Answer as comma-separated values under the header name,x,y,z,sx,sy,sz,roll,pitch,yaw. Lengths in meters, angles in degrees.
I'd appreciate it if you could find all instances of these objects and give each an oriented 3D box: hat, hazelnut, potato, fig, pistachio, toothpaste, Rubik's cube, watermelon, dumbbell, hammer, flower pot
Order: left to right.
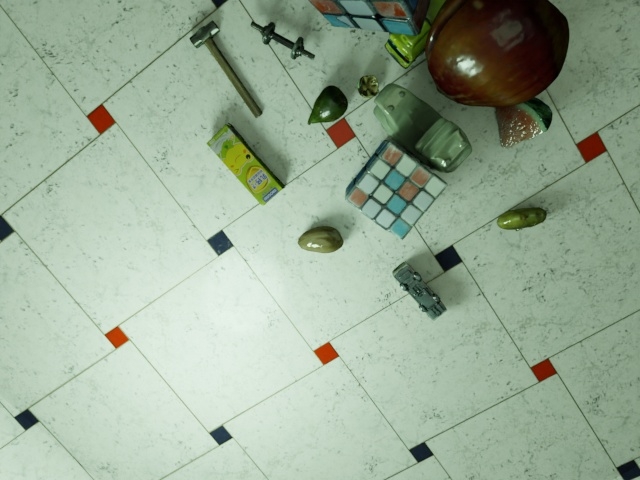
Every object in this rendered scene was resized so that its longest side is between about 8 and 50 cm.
name,x,y,z,sx,sy,sz,roll,pitch,yaw
hammer,-0.333,-0.623,1.505,0.111,0.043,0.365,-33,102,9
toothpaste,-0.287,-0.292,1.561,0.110,0.077,0.327,-40,99,11
dumbbell,-0.134,-0.716,1.447,0.254,0.081,0.081,27,104,-4
pistachio,0.000,0.000,1.609,0.186,0.126,0.108,1,61,6
fig,0.016,-0.482,1.491,0.177,0.117,0.117,-35,100,21
hat,0.171,-0.563,1.481,0.076,0.059,0.077,-12,109,-11
Rubik's cube,0.152,-0.861,1.194,0.363,0.359,0.362,22,98,28
Rubik's cube,0.260,-0.190,1.465,0.253,0.256,0.259,38,103,-6
flower pot,0.346,-0.393,1.414,0.368,0.254,0.164,38,103,-5
hazelnut,0.550,-0.590,1.244,0.402,0.429,0.402,-1,89,43
watermelon,0.711,-0.443,1.454,0.207,0.136,0.202,25,98,12
potato,0.777,-0.083,1.548,0.188,0.105,0.085,-10,85,-7

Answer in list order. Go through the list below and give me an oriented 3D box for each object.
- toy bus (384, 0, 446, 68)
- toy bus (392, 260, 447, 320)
name,x,y,z,sx,sy,sz,roll,pitch,yaw
toy bus,0.354,-0.735,1.380,0.262,0.150,0.128,-44,96,12
toy bus,0.398,0.199,1.632,0.092,0.106,0.268,-41,101,11
